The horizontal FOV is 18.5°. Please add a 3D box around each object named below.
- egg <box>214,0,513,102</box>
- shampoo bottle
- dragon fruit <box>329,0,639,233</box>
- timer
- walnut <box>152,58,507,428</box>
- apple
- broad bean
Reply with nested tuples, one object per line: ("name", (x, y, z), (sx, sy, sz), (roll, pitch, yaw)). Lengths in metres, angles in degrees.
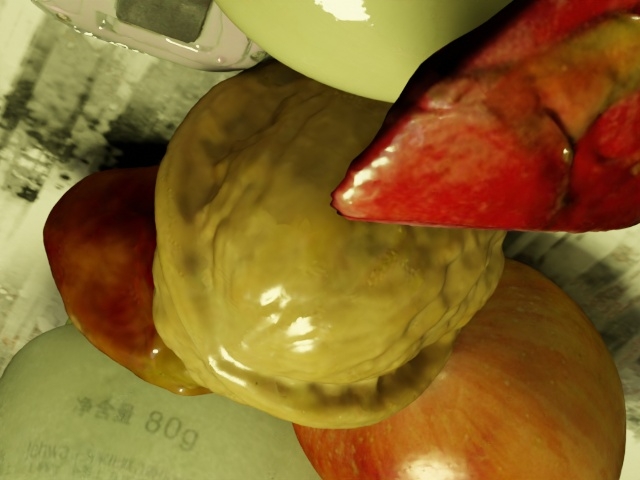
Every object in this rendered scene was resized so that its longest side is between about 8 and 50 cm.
("egg", (0.034, -0.172, 1.068), (0.242, 0.186, 0.186), (30, 147, -9))
("shampoo bottle", (-0.125, 0.202, 1.604), (0.322, 0.317, 0.322), (14, 145, 10))
("dragon fruit", (0.169, -0.083, 1.039), (0.100, 0.343, 0.282), (46, 110, 17))
("timer", (-0.101, -0.191, 1.230), (0.191, 0.069, 0.208), (18, 147, -2))
("walnut", (0.000, 0.000, 1.289), (0.257, 0.257, 0.224), (34, 147, -21))
("apple", (0.106, 0.137, 1.457), (0.242, 0.242, 0.241), (-2, 142, 32))
("broad bean", (-0.111, 0.025, 1.460), (0.228, 0.156, 0.122), (33, 154, 38))
